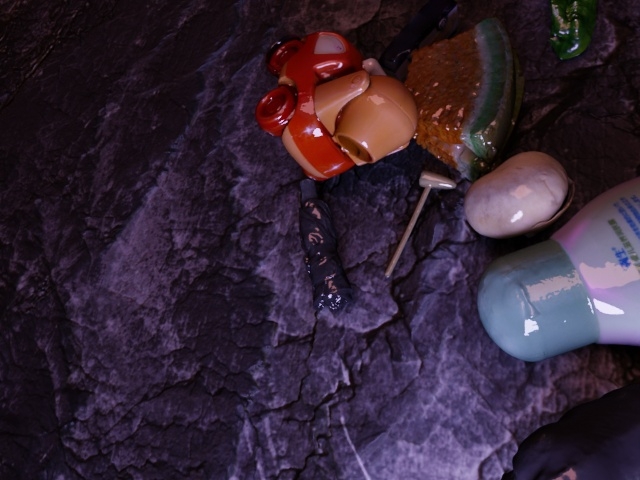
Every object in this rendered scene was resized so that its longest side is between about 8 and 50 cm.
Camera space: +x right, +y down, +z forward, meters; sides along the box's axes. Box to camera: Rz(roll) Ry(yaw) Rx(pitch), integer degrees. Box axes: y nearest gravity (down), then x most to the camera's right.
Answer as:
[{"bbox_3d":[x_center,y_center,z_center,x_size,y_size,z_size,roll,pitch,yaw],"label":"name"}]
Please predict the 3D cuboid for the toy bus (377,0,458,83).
[{"bbox_3d":[0.180,-0.363,1.041,0.172,0.072,0.057,-47,59,-4],"label":"toy bus"}]

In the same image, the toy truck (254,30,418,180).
[{"bbox_3d":[0.042,-0.227,0.924,0.239,0.189,0.265,-14,54,29],"label":"toy truck"}]

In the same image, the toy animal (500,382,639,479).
[{"bbox_3d":[0.362,0.216,0.652,0.343,0.168,0.106,-27,57,-11],"label":"toy animal"}]

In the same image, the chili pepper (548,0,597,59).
[{"bbox_3d":[0.425,-0.433,0.987,0.100,0.074,0.257,-5,65,17],"label":"chili pepper"}]

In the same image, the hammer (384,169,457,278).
[{"bbox_3d":[0.156,-0.021,0.918,0.060,0.028,0.195,22,78,20],"label":"hammer"}]

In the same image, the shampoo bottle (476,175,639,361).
[{"bbox_3d":[0.375,0.045,0.733,0.349,0.151,0.222,-21,66,8],"label":"shampoo bottle"}]

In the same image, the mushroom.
[{"bbox_3d":[0.287,-0.056,0.831,0.154,0.122,0.154,-33,20,13],"label":"mushroom"}]

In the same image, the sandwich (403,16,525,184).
[{"bbox_3d":[0.236,-0.244,0.943,0.212,0.109,0.292,22,75,26],"label":"sandwich"}]

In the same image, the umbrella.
[{"bbox_3d":[0.000,0.000,0.942,0.066,0.059,0.236,-7,59,-7],"label":"umbrella"}]
